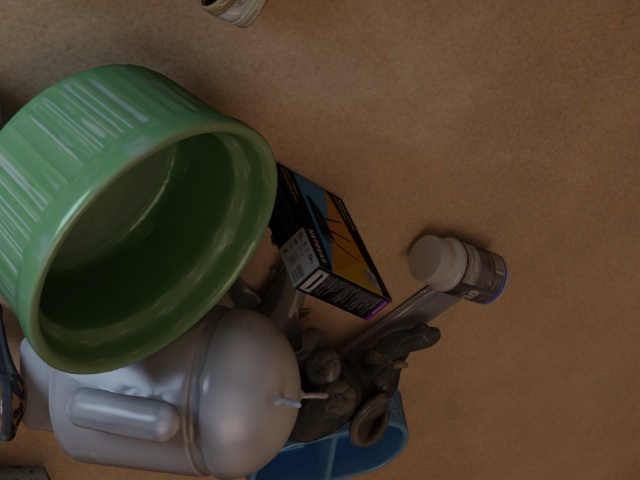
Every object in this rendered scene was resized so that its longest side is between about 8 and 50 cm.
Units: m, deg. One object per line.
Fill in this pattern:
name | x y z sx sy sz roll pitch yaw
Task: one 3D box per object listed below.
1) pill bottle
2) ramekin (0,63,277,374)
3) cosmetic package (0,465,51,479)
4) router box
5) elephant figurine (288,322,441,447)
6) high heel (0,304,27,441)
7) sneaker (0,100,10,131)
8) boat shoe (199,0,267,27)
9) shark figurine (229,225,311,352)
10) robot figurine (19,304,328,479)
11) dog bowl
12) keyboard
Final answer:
pill bottle | 0.192 0.040 1.392 0.137 0.078 0.078 17 122 -38
ramekin | -0.202 -0.028 1.003 0.303 0.148 0.303 -38 152 -24
cosmetic package | -0.481 0.476 1.395 0.160 0.113 0.310 7 109 -33
router box | 0.000 0.000 1.178 0.046 0.179 0.133 -42 137 20
elephant figurine | 0.048 0.212 1.431 0.186 0.169 0.239 -23 157 38
high heel | -0.414 0.224 1.186 0.093 0.186 0.261 5 130 -30
sneaker | -0.341 -0.081 0.997 0.083 0.084 0.215 -18 139 -3
boat shoe | -0.062 -0.280 0.952 0.059 0.063 0.170 5 131 -38
shark figurine | -0.049 0.082 1.289 0.166 0.116 0.278 -2 135 -28
robot figurine | -0.175 0.172 1.176 0.353 0.300 0.200 3 100 15
dog bowl | 0.005 0.321 1.584 0.297 0.074 0.166 -10 136 -18
keyboard | 0.095 0.146 1.502 0.256 0.014 0.072 -37 143 12
